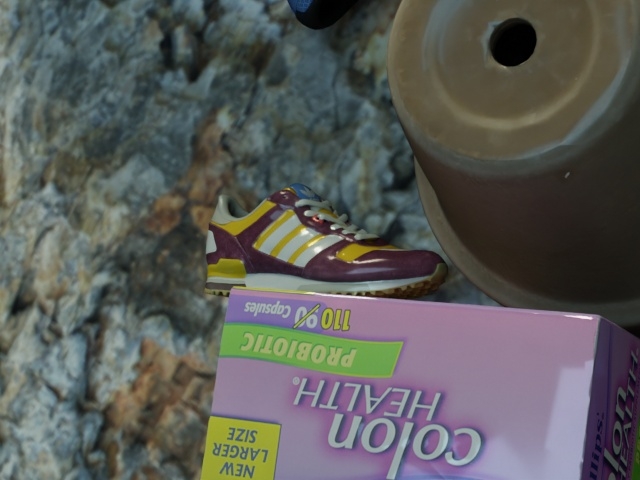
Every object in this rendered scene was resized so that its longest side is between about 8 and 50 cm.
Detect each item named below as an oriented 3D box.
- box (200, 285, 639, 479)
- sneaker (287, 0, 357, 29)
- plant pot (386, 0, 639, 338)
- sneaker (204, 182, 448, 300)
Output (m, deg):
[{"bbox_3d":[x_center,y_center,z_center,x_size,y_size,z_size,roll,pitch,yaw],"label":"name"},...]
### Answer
[{"bbox_3d":[0.088,0.110,0.851,0.213,0.243,0.117,3,80,28],"label":"box"},{"bbox_3d":[0.110,-0.231,1.001,0.330,0.129,0.147,-18,82,29],"label":"sneaker"},{"bbox_3d":[0.149,-0.085,0.873,0.263,0.229,0.263,-7,74,26],"label":"plant pot"},{"bbox_3d":[0.000,0.000,1.020,0.185,0.069,0.084,-1,83,26],"label":"sneaker"}]
